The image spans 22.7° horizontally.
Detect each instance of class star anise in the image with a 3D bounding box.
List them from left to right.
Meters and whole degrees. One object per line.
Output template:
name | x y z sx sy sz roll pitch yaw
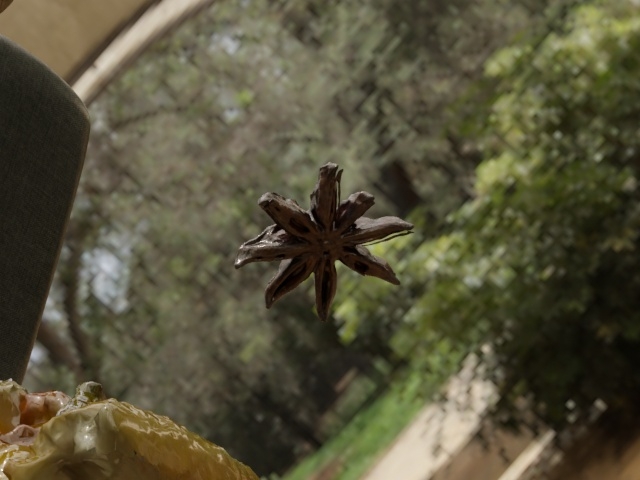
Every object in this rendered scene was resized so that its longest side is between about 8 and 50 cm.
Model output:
star anise | -0.001 0.000 1.228 0.141 0.141 0.042 -49 28 17

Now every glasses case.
glasses case | -0.262 -0.006 1.208 0.074 0.131 0.323 -16 48 33

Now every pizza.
pizza | -0.098 0.112 0.641 0.268 0.258 0.087 35 -118 -50

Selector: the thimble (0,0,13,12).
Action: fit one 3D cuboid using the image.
thimble | -0.255 -0.207 0.846 0.196 0.229 0.148 -29 33 20
